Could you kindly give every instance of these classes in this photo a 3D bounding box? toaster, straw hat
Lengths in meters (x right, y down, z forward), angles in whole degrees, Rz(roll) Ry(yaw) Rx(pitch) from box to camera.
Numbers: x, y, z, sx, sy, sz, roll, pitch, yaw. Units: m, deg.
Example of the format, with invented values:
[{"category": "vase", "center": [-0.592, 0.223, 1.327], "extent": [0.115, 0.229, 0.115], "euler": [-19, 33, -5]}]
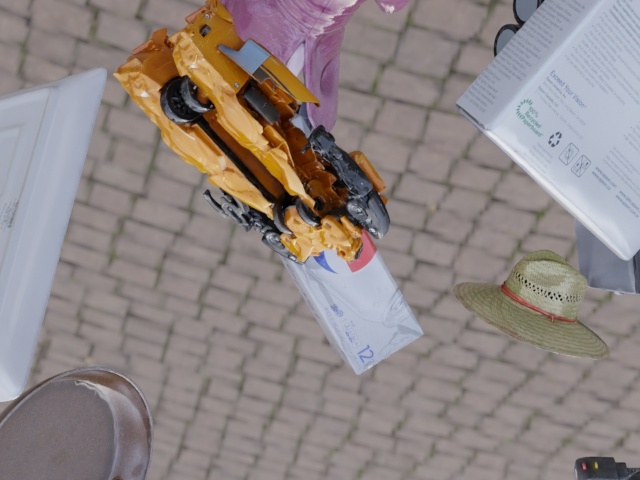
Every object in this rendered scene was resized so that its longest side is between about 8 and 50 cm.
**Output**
[{"category": "toaster", "center": [0.408, -0.028, 2.043], "extent": [0.168, 0.186, 0.110], "euler": [-11, -174, -40]}, {"category": "straw hat", "center": [0.190, 0.042, 1.383], "extent": [0.144, 0.144, 0.061], "euler": [20, 107, -10]}]

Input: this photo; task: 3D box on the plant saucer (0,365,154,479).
[{"category": "plant saucer", "center": [-0.334, 0.294, 2.030], "extent": [0.050, 0.311, 0.310], "euler": [23, 161, 36]}]

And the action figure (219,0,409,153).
[{"category": "action figure", "center": [-0.020, -0.291, 1.966], "extent": [0.248, 0.276, 0.370], "euler": [19, 142, -16]}]

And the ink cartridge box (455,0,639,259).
[{"category": "ink cartridge box", "center": [0.332, -0.173, 1.632], "extent": [0.324, 0.330, 0.071], "euler": [36, -173, -47]}]

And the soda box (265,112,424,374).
[{"category": "soda box", "center": [0.000, 0.000, 1.792], "extent": [0.286, 0.091, 0.098], "euler": [60, 173, -15]}]

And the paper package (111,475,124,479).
[{"category": "paper package", "center": [-0.090, 0.372, 1.058], "extent": [0.309, 0.325, 0.168], "euler": [27, -166, 5]}]

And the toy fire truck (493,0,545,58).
[{"category": "toy fire truck", "center": [0.307, -0.219, 1.832], "extent": [0.158, 0.246, 0.217], "euler": [-1, 130, -29]}]

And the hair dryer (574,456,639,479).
[{"category": "hair dryer", "center": [0.416, 0.246, 1.886], "extent": [0.293, 0.080, 0.224], "euler": [-16, 155, 0]}]

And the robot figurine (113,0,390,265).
[{"category": "robot figurine", "center": [-0.053, -0.093, 1.580], "extent": [0.291, 0.085, 0.211], "euler": [46, 147, -18]}]

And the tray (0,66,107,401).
[{"category": "tray", "center": [-0.245, -0.007, 1.215], "extent": [0.145, 0.270, 0.030], "euler": [-9, 149, 37]}]

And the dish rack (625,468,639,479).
[{"category": "dish rack", "center": [0.281, 0.314, 1.633], "extent": [0.074, 0.208, 0.271], "euler": [45, 117, 18]}]
